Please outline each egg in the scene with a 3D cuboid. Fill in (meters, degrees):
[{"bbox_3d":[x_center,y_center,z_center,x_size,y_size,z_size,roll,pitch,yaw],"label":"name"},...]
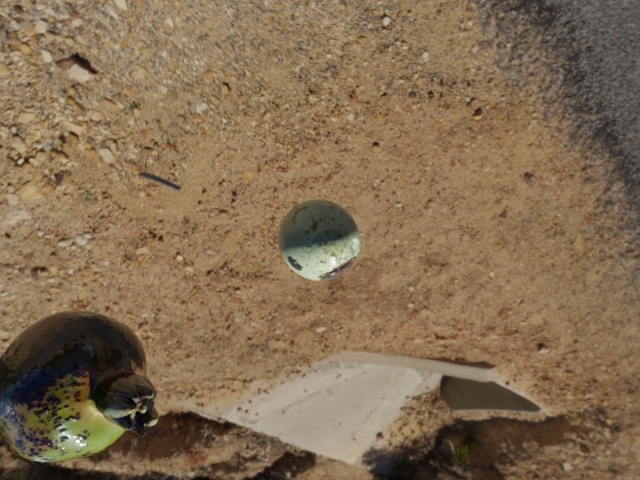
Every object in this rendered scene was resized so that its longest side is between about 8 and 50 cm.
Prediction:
[{"bbox_3d":[0.000,0.000,0.444,0.085,0.110,0.085,-5,103,-20],"label":"egg"}]

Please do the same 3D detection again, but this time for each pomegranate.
[{"bbox_3d":[-0.433,0.274,0.799,0.341,0.284,0.284,-1,135,29],"label":"pomegranate"}]
